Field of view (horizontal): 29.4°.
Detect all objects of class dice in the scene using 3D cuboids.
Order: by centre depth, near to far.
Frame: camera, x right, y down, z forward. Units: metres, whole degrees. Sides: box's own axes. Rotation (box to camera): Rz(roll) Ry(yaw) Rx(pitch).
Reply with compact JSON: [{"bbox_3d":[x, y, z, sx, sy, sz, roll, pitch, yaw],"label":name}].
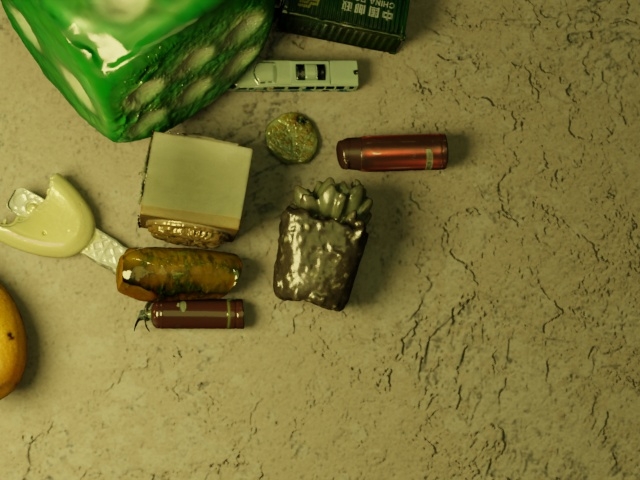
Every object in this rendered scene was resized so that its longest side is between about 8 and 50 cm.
[{"bbox_3d":[-0.256,-0.331,1.687,0.297,0.287,0.300,-37,76,-19],"label":"dice"}]

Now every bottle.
[{"bbox_3d":[0.107,-0.133,1.838,0.164,0.060,0.060,-2,81,-7],"label":"bottle"}]

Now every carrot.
[{"bbox_3d":[-0.204,0.050,1.744,0.173,0.082,0.082,5,80,-17],"label":"carrot"}]

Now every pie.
[{"bbox_3d":[-0.042,-0.152,1.841,0.085,0.017,0.085,2,79,-8],"label":"pie"}]

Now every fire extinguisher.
[{"bbox_3d":[-0.189,0.106,1.766,0.158,0.043,0.064,1,50,-7],"label":"fire extinguisher"}]

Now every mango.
[{"bbox_3d":[-0.528,0.104,1.687,0.295,0.120,0.177,35,70,-2],"label":"mango"}]

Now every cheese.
[{"bbox_3d":[-0.350,-0.005,1.761,0.235,0.050,0.127,33,78,-8],"label":"cheese"}]

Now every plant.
[{"bbox_3d":[0.000,0.000,1.764,0.132,0.129,0.194,13,82,-5],"label":"plant"}]

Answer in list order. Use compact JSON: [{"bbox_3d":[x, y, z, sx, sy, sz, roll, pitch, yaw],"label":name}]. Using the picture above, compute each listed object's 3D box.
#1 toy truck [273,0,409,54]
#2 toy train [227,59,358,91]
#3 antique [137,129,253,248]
[{"bbox_3d":[0.005,-0.374,1.851,0.259,0.088,0.121,11,79,-6],"label":"toy truck"},{"bbox_3d":[-0.048,-0.248,1.843,0.207,0.047,0.043,-2,79,-9],"label":"toy train"},{"bbox_3d":[-0.184,-0.068,1.745,0.152,0.147,0.148,9,82,-6],"label":"antique"}]
